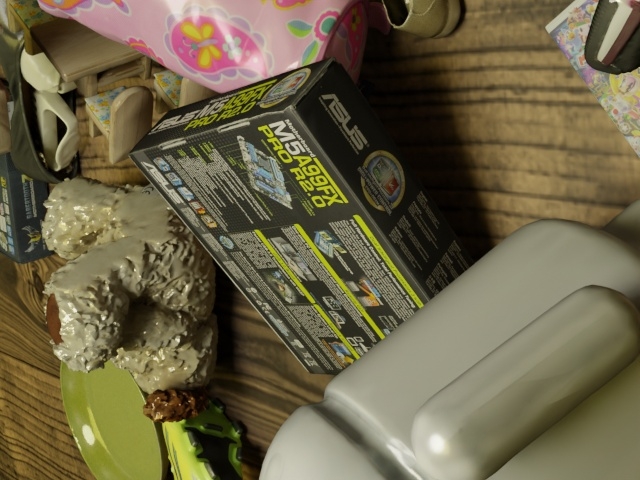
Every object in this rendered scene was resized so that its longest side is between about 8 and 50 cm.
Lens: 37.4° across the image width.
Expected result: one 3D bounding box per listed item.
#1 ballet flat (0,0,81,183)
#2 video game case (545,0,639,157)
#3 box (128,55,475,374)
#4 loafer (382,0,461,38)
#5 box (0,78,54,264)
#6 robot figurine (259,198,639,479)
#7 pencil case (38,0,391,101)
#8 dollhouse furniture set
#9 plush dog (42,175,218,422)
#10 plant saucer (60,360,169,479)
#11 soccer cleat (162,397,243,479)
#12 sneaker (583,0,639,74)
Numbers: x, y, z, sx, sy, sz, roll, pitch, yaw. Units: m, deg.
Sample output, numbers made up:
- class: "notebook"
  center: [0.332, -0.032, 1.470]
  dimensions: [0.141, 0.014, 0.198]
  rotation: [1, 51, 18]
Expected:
- class: "ballet flat"
  center: [-0.313, -0.180, 1.104]
  dimensions: [0.096, 0.095, 0.280]
  rotation: [34, 139, 23]
- class: "video game case"
  center: [0.206, -0.110, 0.587]
  dimensions: [0.122, 0.011, 0.087]
  rotation: [56, 139, 5]
- class: "box"
  center: [0.000, 0.000, 0.750]
  dimensions: [0.216, 0.060, 0.270]
  rotation: [-8, 127, 49]
- class: "loafer"
  center: [0.057, -0.218, 0.693]
  dimensions: [0.056, 0.050, 0.148]
  rotation: [-28, 84, 50]
- class: "box"
  center: [-0.444, -0.104, 1.295]
  dimensions: [0.183, 0.059, 0.233]
  rotation: [24, 121, 42]
- class: "robot figurine"
  center: [0.108, 0.126, 0.545]
  dimensions: [0.200, 0.353, 0.300]
  rotation: [45, 166, 30]
- class: "pencil case"
  center: [-0.091, -0.189, 0.760]
  dimensions: [0.284, 0.124, 0.124]
  rotation: [25, 125, 15]
- class: "dollhouse furniture set"
  center: [-0.240, -0.195, 0.882]
  dimensions: [0.212, 0.242, 0.161]
  rotation: [51, 149, 23]
- class: "plush dog"
  center: [-0.171, 0.065, 1.000]
  dimensions: [0.262, 0.210, 0.225]
  rotation: [-115, 15, -52]
- class: "plant saucer"
  center: [-0.267, 0.235, 1.250]
  dimensions: [0.241, 0.037, 0.241]
  rotation: [21, 119, 43]
- class: "soccer cleat"
  center: [-0.121, 0.285, 1.013]
  dimensions: [0.121, 0.093, 0.289]
  rotation: [-51, 49, 24]
- class: "sneaker"
  center: [0.249, -0.165, 0.450]
  dimensions: [0.162, 0.106, 0.281]
  rotation: [27, 140, 5]
